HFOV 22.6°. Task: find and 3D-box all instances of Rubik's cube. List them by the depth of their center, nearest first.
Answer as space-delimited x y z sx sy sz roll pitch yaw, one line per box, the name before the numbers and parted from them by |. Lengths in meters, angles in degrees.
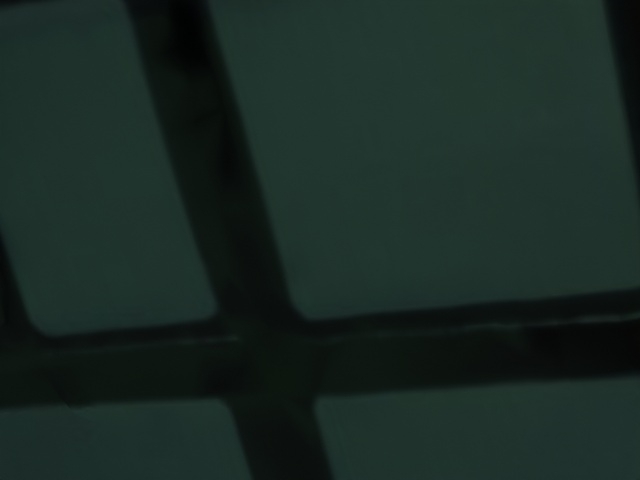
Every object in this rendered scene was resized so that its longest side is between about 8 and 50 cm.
Rubik's cube | 0.000 0.000 0.502 0.288 0.293 0.283 -61 138 -61
